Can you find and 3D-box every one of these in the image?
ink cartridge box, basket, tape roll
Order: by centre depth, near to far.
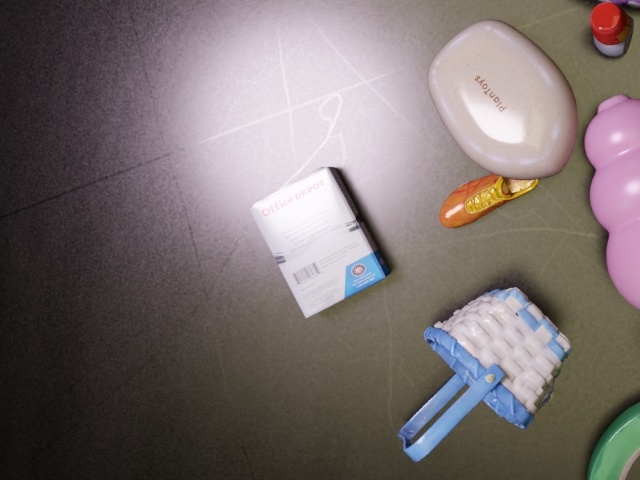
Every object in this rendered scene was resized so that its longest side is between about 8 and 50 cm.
[{"bbox_3d":[0.230,0.213,1.662,0.289,0.255,0.201,-41,88,0],"label":"basket"},{"bbox_3d":[0.575,0.396,1.699,0.321,0.077,0.322,1,95,12],"label":"tape roll"},{"bbox_3d":[0.000,0.000,1.773,0.148,0.086,0.203,-27,88,11],"label":"ink cartridge box"}]

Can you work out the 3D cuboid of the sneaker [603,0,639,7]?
[{"bbox_3d":[0.393,-0.460,1.646,0.305,0.114,0.152,33,101,7],"label":"sneaker"}]

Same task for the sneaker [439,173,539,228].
[{"bbox_3d":[0.262,-0.074,1.727,0.175,0.067,0.064,-31,90,13],"label":"sneaker"}]

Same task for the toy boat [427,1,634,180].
[{"bbox_3d":[0.337,-0.243,1.669,0.318,0.148,0.268,-36,76,16],"label":"toy boat"}]

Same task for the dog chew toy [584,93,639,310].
[{"bbox_3d":[0.495,-0.058,1.623,0.206,0.206,0.332,-22,82,12],"label":"dog chew toy"}]
